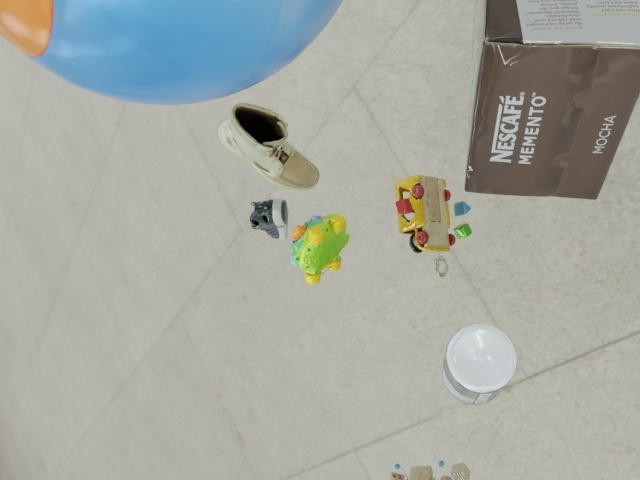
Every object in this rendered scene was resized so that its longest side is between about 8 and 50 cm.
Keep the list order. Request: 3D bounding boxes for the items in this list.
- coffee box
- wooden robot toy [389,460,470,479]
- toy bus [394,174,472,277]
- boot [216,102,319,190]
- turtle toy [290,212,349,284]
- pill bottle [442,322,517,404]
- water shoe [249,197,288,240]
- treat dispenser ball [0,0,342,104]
[{"bbox_3d":[0.201,-0.203,0.584,0.119,0.297,0.168,5,144,9],"label":"coffee box"},{"bbox_3d":[0.208,0.489,1.263,0.173,0.079,0.076,-12,110,23],"label":"wooden robot toy"},{"bbox_3d":[0.220,-0.042,1.401,0.104,0.202,0.191,-15,120,51],"label":"toy bus"},{"bbox_3d":[-0.078,-0.162,1.139,0.213,0.077,0.165,32,169,-14],"label":"boot"},{"bbox_3d":[0.000,0.000,0.962,0.066,0.130,0.095,26,127,30],"label":"turtle toy"},{"bbox_3d":[0.309,0.254,1.280,0.130,0.130,0.245,55,175,21],"label":"pill bottle"},{"bbox_3d":[-0.111,-0.050,1.389,0.203,0.080,0.073,96,177,-75],"label":"water shoe"},{"bbox_3d":[-0.107,-0.236,0.421,0.288,0.288,0.288,24,123,44],"label":"treat dispenser ball"}]
